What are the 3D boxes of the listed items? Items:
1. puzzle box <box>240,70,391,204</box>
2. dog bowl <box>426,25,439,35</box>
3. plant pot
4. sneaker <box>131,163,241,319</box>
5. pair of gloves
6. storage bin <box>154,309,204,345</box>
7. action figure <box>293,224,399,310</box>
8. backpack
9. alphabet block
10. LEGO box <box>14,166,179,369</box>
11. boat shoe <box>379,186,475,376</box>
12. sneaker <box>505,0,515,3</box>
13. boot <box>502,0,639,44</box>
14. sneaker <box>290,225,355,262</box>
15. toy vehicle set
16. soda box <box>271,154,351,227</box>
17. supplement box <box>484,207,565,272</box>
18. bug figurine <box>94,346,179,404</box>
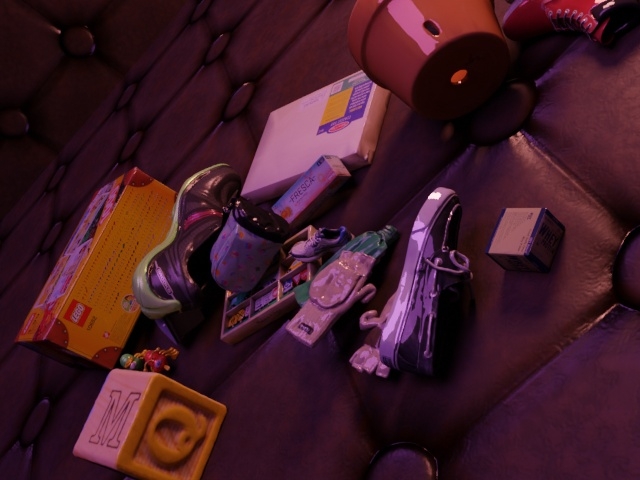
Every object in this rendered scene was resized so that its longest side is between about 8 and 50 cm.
[{"bbox_3d":[-0.011,-0.248,1.802,0.409,0.052,0.272,-14,49,45],"label":"puzzle box"},{"bbox_3d":[0.248,-0.537,1.719,0.297,0.074,0.165,4,64,53],"label":"dog bowl"},{"bbox_3d":[0.220,-0.366,1.431,0.291,0.291,0.203,-40,51,21],"label":"plant pot"},{"bbox_3d":[-0.268,0.003,1.805,0.202,0.185,0.482,0,45,18],"label":"sneaker"},{"bbox_3d":[0.079,0.122,1.301,0.240,0.042,0.204,19,70,36],"label":"pair of gloves"},{"bbox_3d":[-0.337,0.181,1.797,0.091,0.098,0.135,-33,26,-19],"label":"storage bin"},{"bbox_3d":[0.056,0.055,1.423,0.232,0.063,0.137,-42,32,6],"label":"action figure"},{"bbox_3d":[-0.164,0.018,1.599,0.182,0.152,0.115,-56,20,20],"label":"backpack"},{"bbox_3d":[-0.340,0.380,1.512,0.197,0.192,0.193,-8,56,50],"label":"alphabet block"},{"bbox_3d":[-0.591,0.087,2.057,0.373,0.193,0.500,-13,49,57],"label":"LEGO box"},{"bbox_3d":[0.186,0.062,1.187,0.105,0.113,0.306,10,67,29],"label":"boat shoe"},{"bbox_3d":[0.368,-0.493,1.427,0.087,0.229,0.092,57,132,16],"label":"sneaker"},{"bbox_3d":[0.434,-0.388,1.332,0.244,0.088,0.176,-22,46,35],"label":"boot"},{"bbox_3d":[0.000,0.000,1.511,0.135,0.058,0.052,-16,45,14],"label":"sneaker"},{"bbox_3d":[-0.106,0.098,1.614,0.267,0.035,0.166,-33,38,29],"label":"toy vehicle set"},{"bbox_3d":[-0.021,-0.104,1.634,0.183,0.058,0.063,-43,69,29],"label":"soda box"},{"bbox_3d":[0.311,-0.001,1.151,0.083,0.056,0.083,2,62,53],"label":"supplement box"},{"bbox_3d":[-0.453,0.359,1.785,0.216,0.072,0.279,8,67,55],"label":"bug figurine"}]
